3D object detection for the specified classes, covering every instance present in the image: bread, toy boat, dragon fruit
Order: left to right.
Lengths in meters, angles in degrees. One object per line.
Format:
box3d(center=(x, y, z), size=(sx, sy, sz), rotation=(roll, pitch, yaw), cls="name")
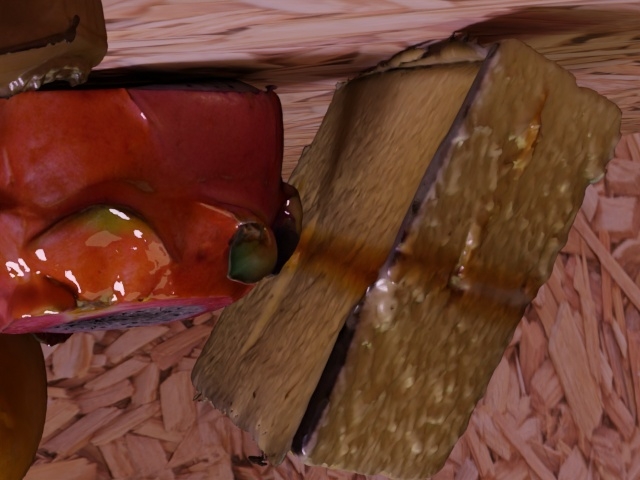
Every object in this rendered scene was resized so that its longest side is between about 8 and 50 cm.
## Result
box3d(center=(-0.182, -0.078, 0.668), size=(0.206, 0.064, 0.072), rotation=(-5, 168, -23), cls="toy boat")
box3d(center=(-0.150, -0.019, 1.299), size=(0.290, 0.189, 0.290), rotation=(-7, 180, 0), cls="dragon fruit")
box3d(center=(0.000, 0.000, 1.333), size=(0.405, 0.346, 0.242), rotation=(21, -176, 43), cls="bread")

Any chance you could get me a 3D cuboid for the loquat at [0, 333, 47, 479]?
box3d(center=(-0.349, 0.121, 1.413), size=(0.263, 0.263, 0.263), rotation=(-7, 180, 0), cls="loquat")
